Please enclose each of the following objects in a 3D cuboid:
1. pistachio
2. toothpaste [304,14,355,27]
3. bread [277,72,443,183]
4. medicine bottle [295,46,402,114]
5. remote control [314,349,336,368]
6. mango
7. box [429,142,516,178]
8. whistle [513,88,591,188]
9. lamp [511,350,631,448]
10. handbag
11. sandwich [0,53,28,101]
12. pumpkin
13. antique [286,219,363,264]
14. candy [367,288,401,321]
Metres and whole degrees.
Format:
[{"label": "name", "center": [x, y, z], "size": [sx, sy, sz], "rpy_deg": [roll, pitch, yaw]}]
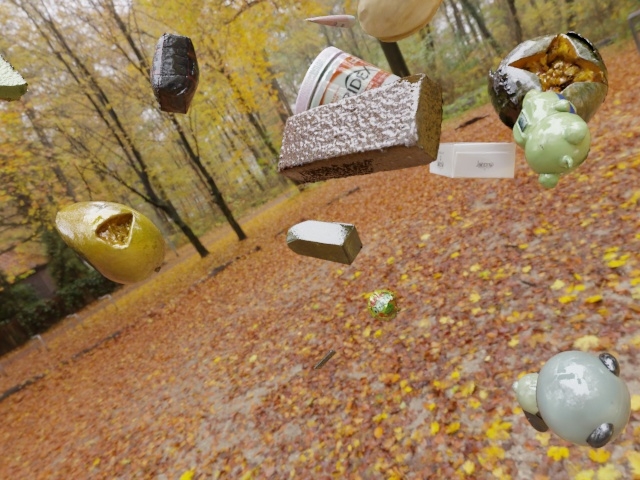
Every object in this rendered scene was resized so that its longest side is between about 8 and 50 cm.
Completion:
[{"label": "pistachio", "center": [0.153, -0.457, 0.792], "size": [0.117, 0.145, 0.200], "rpy_deg": [2, -23, -45]}, {"label": "toothpaste", "center": [0.037, -0.809, 1.571], "size": [0.194, 0.043, 0.067], "rpy_deg": [-11, 30, -24]}, {"label": "bread", "center": [0.073, -0.230, 0.949], "size": [0.113, 0.166, 0.416], "rpy_deg": [14, -9, -42]}, {"label": "medicine bottle", "center": [0.087, -0.398, 1.256], "size": [0.253, 0.240, 0.253], "rpy_deg": [-58, -12, -19]}, {"label": "remote control", "center": [0.013, 0.378, 1.358], "size": [0.034, 0.016, 0.091], "rpy_deg": [18, -60, -45]}, {"label": "mango", "center": [-0.588, 0.000, 1.176], "size": [0.364, 0.253, 0.182], "rpy_deg": [16, 61, 22]}, {"label": "box", "center": [0.511, -0.278, 1.468], "size": [0.202, 0.116, 0.274], "rpy_deg": [-2, 13, -2]}, {"label": "whistle", "center": [0.350, -0.171, 0.658], "size": [0.084, 0.105, 0.228], "rpy_deg": [11, 42, 2]}, {"label": "lamp", "center": [0.550, 0.347, 0.944], "size": [0.197, 0.198, 0.244], "rpy_deg": [-31, -10, -21]}, {"label": "handbag", "center": [-0.491, -0.554, 1.442], "size": [0.155, 0.216, 0.169], "rpy_deg": [6, -12, -20]}, {"label": "sandwich", "center": [-0.806, -0.366, 0.919], "size": [0.212, 0.245, 0.063], "rpy_deg": [-40, -8, -32]}, {"label": "pumpkin", "center": [0.648, -0.434, 1.221], "size": [0.320, 0.321, 0.192], "rpy_deg": [-28, -22, -4]}, {"label": "antique", "center": [0.000, 0.000, 1.193], "size": [0.220, 0.080, 0.081], "rpy_deg": [9, 48, 36]}, {"label": "candy", "center": [0.119, 0.116, 0.828], "size": [0.060, 0.061, 0.201], "rpy_deg": [-26, -3, 5]}]
